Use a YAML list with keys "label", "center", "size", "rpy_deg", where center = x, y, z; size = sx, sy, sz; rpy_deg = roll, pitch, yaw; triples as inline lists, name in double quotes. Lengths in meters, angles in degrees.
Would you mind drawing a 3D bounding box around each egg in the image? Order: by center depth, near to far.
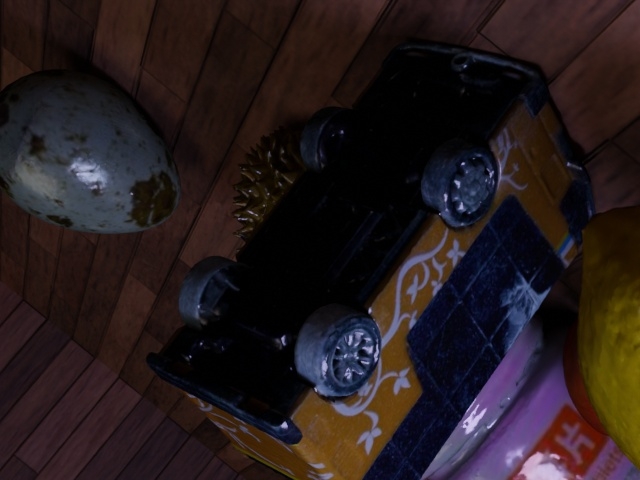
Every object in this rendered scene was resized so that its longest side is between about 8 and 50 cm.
- label: "egg"
  center: [-0.260, -0.092, 1.591]
  size: [0.231, 0.169, 0.169]
  rpy_deg: [29, 162, -10]

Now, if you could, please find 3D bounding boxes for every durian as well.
- label: "durian"
  center: [-0.012, 0.000, 1.389]
  size: [0.250, 0.138, 0.183]
  rpy_deg: [79, 171, -53]

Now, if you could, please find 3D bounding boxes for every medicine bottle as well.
- label: "medicine bottle"
  center: [0.214, 0.202, 1.316]
  size: [0.388, 0.219, 0.219]
  rpy_deg: [40, 161, 0]

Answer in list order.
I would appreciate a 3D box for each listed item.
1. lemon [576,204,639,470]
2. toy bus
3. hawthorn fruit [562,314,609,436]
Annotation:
- label: "lemon"
  center: [0.288, 0.072, 0.876]
  size: [0.263, 0.236, 0.236]
  rpy_deg: [3, 151, 10]
- label: "toy bus"
  center: [0.051, 0.028, 1.064]
  size: [0.162, 0.323, 0.194]
  rpy_deg: [19, 155, 43]
- label: "hawthorn fruit"
  center: [0.248, 0.098, 1.171]
  size: [0.140, 0.125, 0.125]
  rpy_deg: [28, 158, 24]
